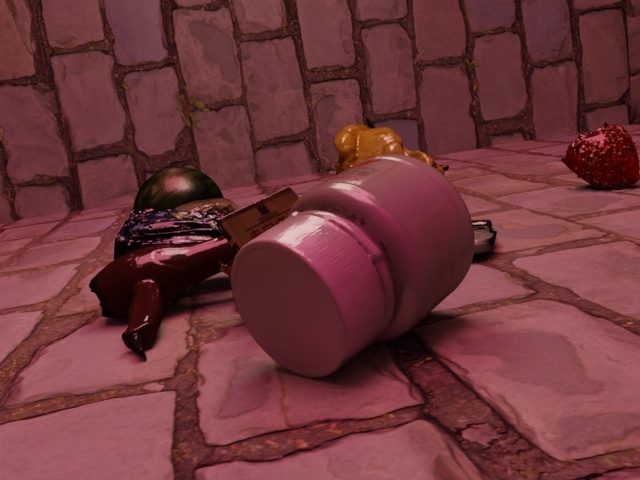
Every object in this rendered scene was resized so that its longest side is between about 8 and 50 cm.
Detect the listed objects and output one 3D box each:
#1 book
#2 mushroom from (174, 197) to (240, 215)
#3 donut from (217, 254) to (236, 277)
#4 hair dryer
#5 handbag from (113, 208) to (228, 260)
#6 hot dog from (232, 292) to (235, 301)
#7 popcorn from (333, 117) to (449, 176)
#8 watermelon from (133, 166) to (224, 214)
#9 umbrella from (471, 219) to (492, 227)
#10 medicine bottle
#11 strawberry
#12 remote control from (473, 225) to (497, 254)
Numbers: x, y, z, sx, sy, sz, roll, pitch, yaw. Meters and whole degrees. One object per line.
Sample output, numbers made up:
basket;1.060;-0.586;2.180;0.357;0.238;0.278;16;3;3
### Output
book;-0.041;0.029;1.121;0.161;0.231;0.026;-28;-17;-39
mushroom;-0.268;-0.019;1.639;0.267;0.164;0.189;-15;14;-32
donut;-0.055;0.054;1.189;0.144;0.126;0.186;-39;-18;21
hair dryer;-0.255;0.098;1.200;0.312;0.123;0.340;-18;24;-3
handbag;-0.288;-0.002;1.421;0.260;0.113;0.162;0;23;-11
hot dog;-0.128;0.071;1.367;0.087;0.061;0.286;2;12;-7
popcorn;0.177;-0.157;1.841;0.315;0.281;0.297;21;-17;29
watermelon;-0.374;-0.080;1.840;0.242;0.242;0.242;-8;11;2
umbrella;0.334;-0.031;1.613;0.133;0.031;0.036;-1;12;37
medicine bottle;0.049;0.031;0.970;0.241;0.241;0.302;2;25;42
strawberry;0.798;-0.226;1.926;0.187;0.184;0.201;11;32;-46
remote control;0.322;-0.003;1.455;0.097;0.045;0.256;-3;9;17
